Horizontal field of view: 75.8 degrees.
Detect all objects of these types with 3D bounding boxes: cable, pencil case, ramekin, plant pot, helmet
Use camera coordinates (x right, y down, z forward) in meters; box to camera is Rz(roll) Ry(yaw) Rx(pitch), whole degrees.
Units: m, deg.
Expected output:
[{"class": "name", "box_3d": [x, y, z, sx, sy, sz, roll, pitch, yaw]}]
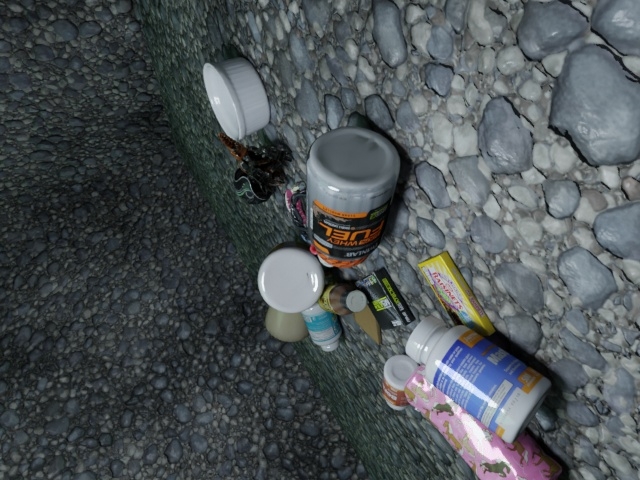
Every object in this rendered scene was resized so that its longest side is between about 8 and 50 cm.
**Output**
[{"class": "cable", "box_3d": [-0.049, -0.090, 1.463, 0.185, 0.047, 0.151, 55, 138, 17]}, {"class": "pencil case", "box_3d": [0.388, 0.471, 1.023, 0.386, 0.160, 0.167, 44, 153, 40]}, {"class": "ramekin", "box_3d": [-0.292, -0.504, 1.457, 0.277, 0.135, 0.277, 49, 156, 31]}, {"class": "plant pot", "box_3d": [-0.137, 0.313, 2.042, 0.256, 0.256, 0.274, 46, 138, 38]}, {"class": "helmet", "box_3d": [-0.292, -0.239, 1.767, 0.161, 0.169, 0.170, 5, 122, 48]}]

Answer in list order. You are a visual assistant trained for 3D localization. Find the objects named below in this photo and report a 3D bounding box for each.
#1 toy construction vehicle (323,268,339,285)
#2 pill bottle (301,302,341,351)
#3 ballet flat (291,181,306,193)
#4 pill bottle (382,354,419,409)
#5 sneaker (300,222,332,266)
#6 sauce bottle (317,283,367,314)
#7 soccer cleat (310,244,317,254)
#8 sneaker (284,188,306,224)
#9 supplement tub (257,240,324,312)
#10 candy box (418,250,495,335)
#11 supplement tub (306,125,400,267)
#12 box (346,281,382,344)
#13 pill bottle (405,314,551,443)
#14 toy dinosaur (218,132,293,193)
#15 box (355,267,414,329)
[{"class": "toy construction vehicle", "box_3d": [0.036, 0.162, 1.665, 0.098, 0.035, 0.086, 8, 124, 66]}, {"class": "pill bottle", "box_3d": [0.008, 0.365, 1.839, 0.146, 0.146, 0.264, 27, 140, 58]}, {"class": "ballet flat", "box_3d": [-0.088, -0.191, 1.502, 0.041, 0.041, 0.114, 64, 160, -6]}, {"class": "pill bottle", "box_3d": [0.269, 0.488, 1.389, 0.121, 0.121, 0.216, 46, 155, 37]}, {"class": "sneaker", "box_3d": [0.000, 0.000, 1.502, 0.237, 0.085, 0.086, 50, 127, 43]}, {"class": "sauce bottle", "box_3d": [0.071, 0.205, 1.444, 0.111, 0.111, 0.344, 62, 166, 0]}, {"class": "soccer cleat", "box_3d": [0.013, -0.078, 1.286, 0.108, 0.116, 0.318, 47, 155, 35]}, {"class": "sneaker", "box_3d": [-0.107, -0.123, 1.603, 0.074, 0.063, 0.171, 21, 140, 53]}, {"class": "supplement tub", "box_3d": [-0.111, 0.128, 1.592, 0.241, 0.241, 0.331, 64, 180, -6]}, {"class": "candy box", "box_3d": [0.311, 0.128, 0.954, 0.206, 0.027, 0.105, 59, 157, 6]}, {"class": "supplement tub", "box_3d": [0.067, -0.088, 1.009, 0.207, 0.207, 0.338, 51, 158, 28]}, {"class": "box", "box_3d": [0.162, 0.269, 1.514, 0.164, 0.021, 0.201, 40, 151, 47]}, {"class": "pill bottle", "box_3d": [0.324, 0.280, 0.884, 0.272, 0.152, 0.152, 34, 147, 37]}, {"class": "toy dinosaur", "box_3d": [-0.232, -0.272, 1.481, 0.218, 0.321, 0.165, 28, 107, 47]}, {"class": "box", "box_3d": [0.196, 0.189, 1.293, 0.184, 0.045, 0.191, 62, 162, 7]}]
